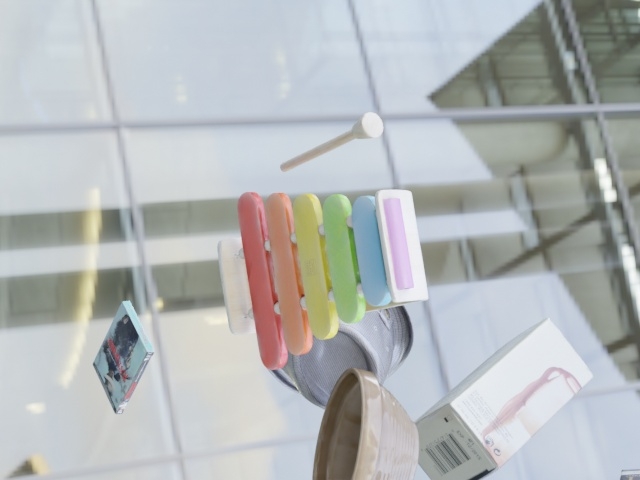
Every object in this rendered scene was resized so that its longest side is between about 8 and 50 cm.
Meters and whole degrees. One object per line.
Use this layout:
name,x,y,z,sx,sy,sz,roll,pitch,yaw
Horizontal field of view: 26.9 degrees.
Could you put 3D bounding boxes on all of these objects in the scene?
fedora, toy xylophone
fedora,0.030,0.181,2.074,0.124,0.243,0.275,-101,173,-53
toy xylophone,0.000,0.000,1.474,0.322,0.081,0.236,-28,-109,49

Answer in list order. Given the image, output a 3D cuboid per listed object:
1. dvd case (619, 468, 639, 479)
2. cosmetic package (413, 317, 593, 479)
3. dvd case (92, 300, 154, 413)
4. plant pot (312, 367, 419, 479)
dvd case,0.492,0.366,1.854,0.164,0.221,0.018,-6,-77,19
cosmetic package,0.283,0.264,2.129,0.129,0.296,0.153,52,-41,5
dvd case,-0.249,0.148,1.683,0.087,0.013,0.119,58,-46,34
plant pot,0.072,0.312,1.944,0.237,0.109,0.237,-167,-90,-77
